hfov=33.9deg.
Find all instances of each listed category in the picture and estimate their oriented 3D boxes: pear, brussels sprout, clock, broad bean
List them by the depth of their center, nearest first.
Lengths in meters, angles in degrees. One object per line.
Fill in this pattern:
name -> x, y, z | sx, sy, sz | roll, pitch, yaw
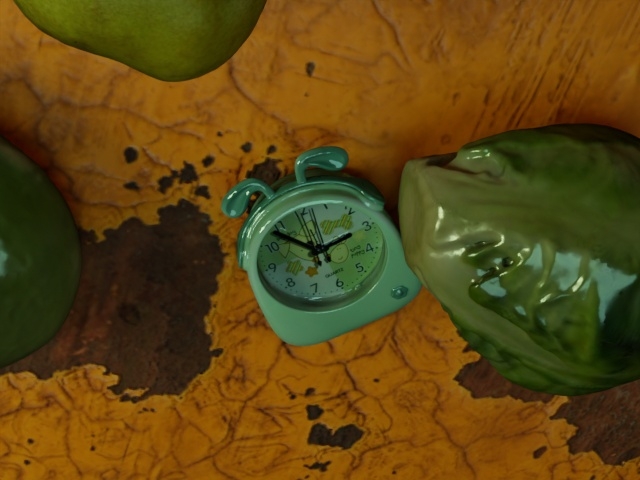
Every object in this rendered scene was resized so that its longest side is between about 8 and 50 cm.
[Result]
pear -> -0.121, -0.209, 0.691 | 0.199, 0.200, 0.200 | -5, 126, -6
broad bean -> -0.330, 0.001, 0.850 | 0.238, 0.119, 0.291 | -38, 125, 6
brussels sprout -> 0.196, 0.008, 0.892 | 0.271, 0.210, 0.219 | 16, 145, -12
clock -> 0.000, 0.001, 0.940 | 0.148, 0.060, 0.189 | -22, 125, 7
